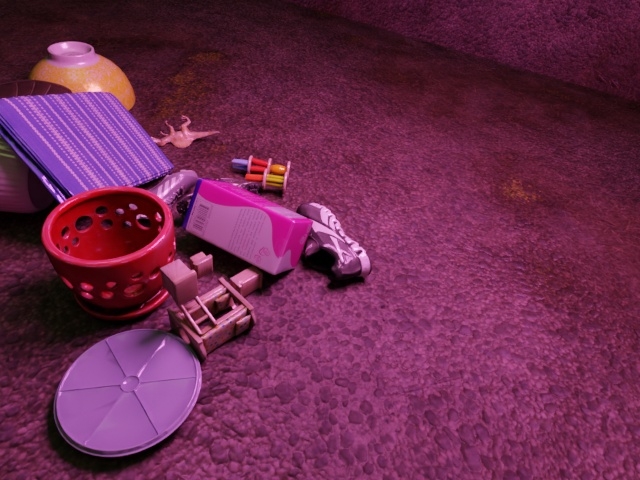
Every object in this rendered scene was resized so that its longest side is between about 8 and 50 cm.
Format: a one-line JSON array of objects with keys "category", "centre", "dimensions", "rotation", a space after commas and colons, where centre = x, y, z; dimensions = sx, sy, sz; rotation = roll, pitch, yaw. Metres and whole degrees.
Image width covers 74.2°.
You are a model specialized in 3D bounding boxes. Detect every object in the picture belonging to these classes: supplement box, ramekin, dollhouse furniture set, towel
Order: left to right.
[{"category": "ramekin", "centre": [-0.610, -0.151, 0.855], "dimensions": [0.109, 0.207, 0.207], "rotation": [12, 41, -11]}, {"category": "towel", "centre": [-0.479, -0.201, 0.891], "dimensions": [0.243, 0.040, 0.336], "rotation": [52, 24, -9]}, {"category": "dollhouse furniture set", "centre": [-0.151, 0.084, 0.708], "dimensions": [0.101, 0.161, 0.182], "rotation": [37, 50, 27]}, {"category": "supplement box", "centre": [-0.143, -0.031, 0.846], "dimensions": [0.220, 0.111, 0.114], "rotation": [26, 11, 17]}]

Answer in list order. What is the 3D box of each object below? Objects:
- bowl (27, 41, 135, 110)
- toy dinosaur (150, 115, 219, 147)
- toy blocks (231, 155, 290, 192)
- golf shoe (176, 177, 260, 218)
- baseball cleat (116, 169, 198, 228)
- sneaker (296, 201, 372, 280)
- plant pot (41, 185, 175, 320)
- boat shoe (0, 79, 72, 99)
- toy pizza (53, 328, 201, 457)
[{"category": "bowl", "centre": [-0.701, -0.475, 1.222], "dimensions": [0.289, 0.156, 0.289], "rotation": [6, 42, -5]}, {"category": "toy dinosaur", "centre": [-0.378, -0.295, 1.178], "dimensions": [0.183, 0.053, 0.092], "rotation": [-13, 62, -14]}, {"category": "toy blocks", "centre": [-0.154, -0.170, 1.058], "dimensions": [0.148, 0.054, 0.123], "rotation": [8, 32, -2]}, {"category": "golf shoe", "centre": [-0.239, -0.097, 0.967], "dimensions": [0.198, 0.077, 0.094], "rotation": [-16, 36, -34]}, {"category": "baseball cleat", "centre": [-0.343, -0.083, 0.939], "dimensions": [0.206, 0.072, 0.109], "rotation": [-35, 72, -33]}, {"category": "sneaker", "centre": [0.000, 0.000, 0.891], "dimensions": [0.106, 0.078, 0.234], "rotation": [-19, 51, -32]}, {"category": "plant pot", "centre": [-0.343, 0.031, 0.720], "dimensions": [0.191, 0.174, 0.191], "rotation": [6, 41, -5]}, {"category": "boat shoe", "centre": [-0.797, -0.341, 1.092], "dimensions": [0.307, 0.104, 0.111], "rotation": [-5, 46, -12]}, {"category": "toy pizza", "centre": [-0.281, 0.221, 0.631], "dimensions": [0.201, 0.032, 0.201], "rotation": [5, 42, -4]}]
